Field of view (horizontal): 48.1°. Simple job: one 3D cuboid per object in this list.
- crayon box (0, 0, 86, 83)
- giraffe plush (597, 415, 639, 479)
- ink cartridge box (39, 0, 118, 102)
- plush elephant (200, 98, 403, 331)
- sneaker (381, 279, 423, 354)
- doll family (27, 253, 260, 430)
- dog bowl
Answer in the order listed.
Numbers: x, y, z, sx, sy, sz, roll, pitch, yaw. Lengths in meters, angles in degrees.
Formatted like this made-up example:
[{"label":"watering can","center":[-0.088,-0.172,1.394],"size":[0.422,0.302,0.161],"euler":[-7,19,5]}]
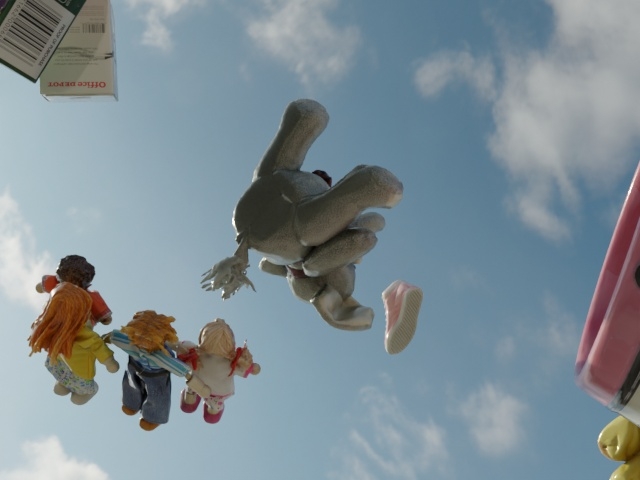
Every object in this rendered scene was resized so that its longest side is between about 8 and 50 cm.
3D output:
[{"label":"crayon box","center":[-0.433,-0.446,1.037],"size":[0.313,0.106,0.362],"euler":[30,-92,35]},{"label":"giraffe plush","center":[0.524,0.295,1.025],"size":[0.171,0.210,0.181],"euler":[14,-12,-25]},{"label":"ink cartridge box","center":[-0.374,-0.290,1.108],"size":[0.109,0.063,0.150],"euler":[-3,-91,-10]},{"label":"plush elephant","center":[0.000,0.000,1.133],"size":[0.330,0.272,0.255],"euler":[-50,-40,2]},{"label":"sneaker","center":[0.137,0.133,1.288],"size":[0.051,0.070,0.134],"euler":[6,-73,-33]},{"label":"doll family","center":[-0.200,0.116,0.728],"size":[0.263,0.118,0.163],"euler":[22,-49,7]},{"label":"dog bowl","center":[0.402,0.026,0.788],"size":[0.151,0.408,0.407],"euler":[19,-54,18]}]
